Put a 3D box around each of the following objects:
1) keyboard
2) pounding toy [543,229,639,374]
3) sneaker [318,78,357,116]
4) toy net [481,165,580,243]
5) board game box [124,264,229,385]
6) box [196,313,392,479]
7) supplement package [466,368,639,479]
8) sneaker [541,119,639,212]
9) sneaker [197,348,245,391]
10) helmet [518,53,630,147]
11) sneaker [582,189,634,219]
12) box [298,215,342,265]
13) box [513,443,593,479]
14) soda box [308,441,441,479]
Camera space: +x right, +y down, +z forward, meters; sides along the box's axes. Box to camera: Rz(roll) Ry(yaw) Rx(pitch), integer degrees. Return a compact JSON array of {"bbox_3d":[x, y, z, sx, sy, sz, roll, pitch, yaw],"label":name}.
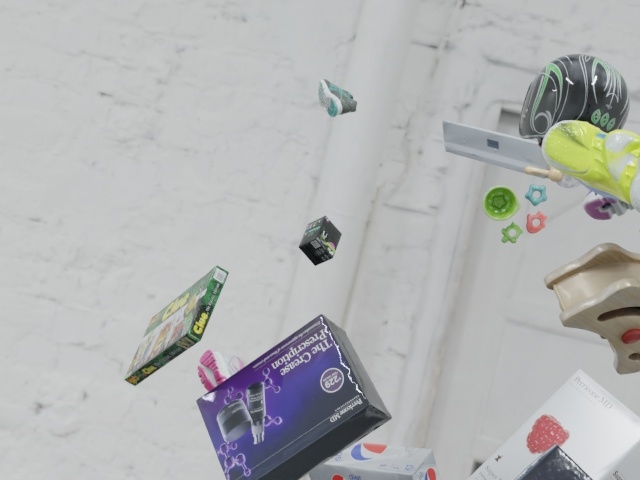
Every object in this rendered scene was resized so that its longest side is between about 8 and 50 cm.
[{"bbox_3d":[0.345,-0.184,1.617,0.014,0.072,0.256,-28,35,-35],"label":"keyboard"},{"bbox_3d":[0.419,0.078,1.131,0.270,0.154,0.154,17,40,-27],"label":"pounding toy"},{"bbox_3d":[0.043,-0.357,2.036,0.076,0.064,0.166,-5,37,-17],"label":"sneaker"},{"bbox_3d":[0.422,-0.092,1.525,0.232,0.122,0.045,-32,2,8],"label":"toy net"},{"bbox_3d":[-0.244,0.146,1.355,0.030,0.136,0.260,35,-41,-17],"label":"board game box"},{"bbox_3d":[-0.047,0.272,1.310,0.184,0.261,0.103,59,9,33],"label":"box"},{"bbox_3d":[0.433,0.407,1.408,0.175,0.293,0.177,46,-1,-39],"label":"supplement package"},{"bbox_3d":[0.405,-0.084,1.034,0.240,0.091,0.126,34,10,32],"label":"sneaker"},{"bbox_3d":[-0.179,0.353,1.803,0.111,0.252,0.103,0,-31,-40],"label":"sneaker"},{"bbox_3d":[0.411,-0.218,1.303,0.170,0.161,0.169,20,-3,1],"label":"helmet"},{"bbox_3d":[0.593,-0.117,1.476,0.237,0.104,0.095,-13,-37,29],"label":"sneaker"},{"bbox_3d":[0.000,0.000,1.724,0.052,0.083,0.062,-25,-63,33],"label":"box"},{"bbox_3d":[0.358,0.416,1.149,0.207,0.108,0.153,46,-20,24],"label":"box"},{"bbox_3d":[0.108,0.491,1.708,0.286,0.098,0.091,-7,19,40],"label":"soda box"}]
